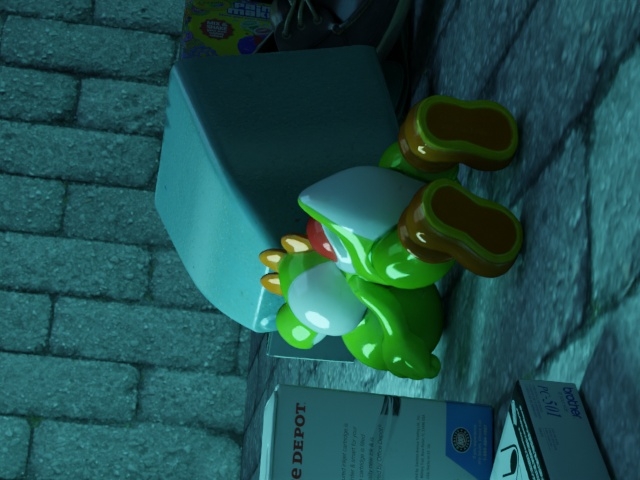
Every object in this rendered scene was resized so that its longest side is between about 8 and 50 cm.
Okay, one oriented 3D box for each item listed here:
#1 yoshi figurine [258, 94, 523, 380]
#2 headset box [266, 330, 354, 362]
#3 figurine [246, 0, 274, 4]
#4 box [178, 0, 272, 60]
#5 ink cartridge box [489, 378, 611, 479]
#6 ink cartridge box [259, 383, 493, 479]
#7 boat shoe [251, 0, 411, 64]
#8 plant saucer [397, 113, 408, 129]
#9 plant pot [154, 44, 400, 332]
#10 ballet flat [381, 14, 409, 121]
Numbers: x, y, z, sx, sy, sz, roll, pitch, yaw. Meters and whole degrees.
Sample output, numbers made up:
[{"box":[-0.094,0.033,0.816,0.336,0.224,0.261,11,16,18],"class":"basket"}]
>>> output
[{"box":[0.086,0.022,1.242,0.203,0.203,0.362,55,146,7],"class":"yoshi figurine"},{"box":[0.000,0.000,1.832,0.283,0.131,0.246,-94,12,-50],"class":"headset box"},{"box":[-0.012,-0.419,1.993,0.092,0.214,0.210,36,114,52],"class":"figurine"},{"box":[-0.078,-0.197,1.974,0.177,0.289,0.279,-91,10,-45],"class":"box"},{"box":[0.157,0.190,0.843,0.207,0.046,0.097,-97,14,-59],"class":"ink cartridge box"},{"box":[0.045,0.206,1.107,0.082,0.190,0.140,115,160,-67],"class":"ink cartridge box"},{"box":[-0.001,-0.255,1.594,0.355,0.130,0.132,-52,33,45],"class":"boat shoe"},{"box":[0.091,-0.041,1.551,0.241,0.037,0.241,-173,90,-82],"class":"plant saucer"},{"box":[-0.031,-0.040,1.484,0.248,0.247,0.252,105,150,-48],"class":"plant pot"},{"box":[0.080,-0.224,1.690,0.087,0.083,0.247,48,-136,-67],"class":"ballet flat"}]
